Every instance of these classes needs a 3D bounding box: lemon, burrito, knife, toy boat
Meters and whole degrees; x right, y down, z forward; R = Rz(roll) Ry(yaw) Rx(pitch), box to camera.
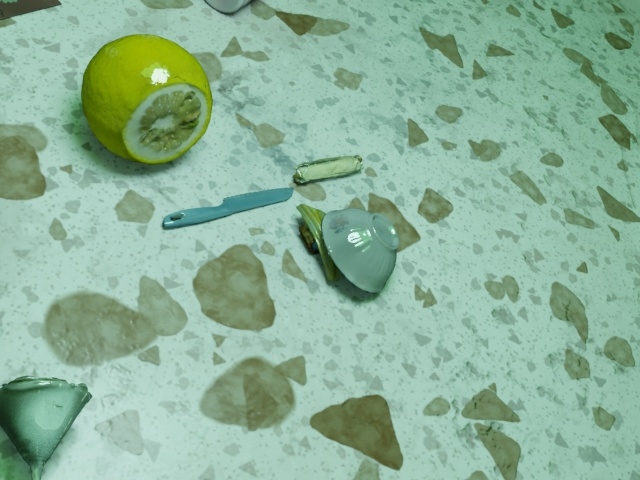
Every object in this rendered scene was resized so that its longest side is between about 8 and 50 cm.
[{"bbox_3d":[-0.339,-0.279,1.536,0.240,0.240,0.219,-19,52,-35],"label":"lemon"},{"bbox_3d":[0.017,-0.156,1.742,0.185,0.041,0.045,-12,102,-33],"label":"burrito"},{"bbox_3d":[-0.175,-0.069,1.597,0.313,0.019,0.044,-15,59,-36],"label":"knife"},{"bbox_3d":[0.000,0.000,1.593,0.065,0.066,0.172,13,45,-57],"label":"toy boat"}]

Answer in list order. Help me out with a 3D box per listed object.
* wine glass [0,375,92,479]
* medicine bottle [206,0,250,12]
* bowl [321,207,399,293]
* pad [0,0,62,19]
[{"bbox_3d":[-0.387,0.319,1.104,0.156,0.156,0.232,4,57,-23],"label":"wine glass"},{"bbox_3d":[-0.177,-0.664,1.988,0.133,0.133,0.250,37,49,6],"label":"medicine bottle"},{"bbox_3d":[0.096,0.001,1.573,0.189,0.086,0.189,35,36,-30],"label":"bowl"},{"bbox_3d":[-0.728,-0.528,1.700,0.300,0.005,0.202,-31,71,-39],"label":"pad"}]
